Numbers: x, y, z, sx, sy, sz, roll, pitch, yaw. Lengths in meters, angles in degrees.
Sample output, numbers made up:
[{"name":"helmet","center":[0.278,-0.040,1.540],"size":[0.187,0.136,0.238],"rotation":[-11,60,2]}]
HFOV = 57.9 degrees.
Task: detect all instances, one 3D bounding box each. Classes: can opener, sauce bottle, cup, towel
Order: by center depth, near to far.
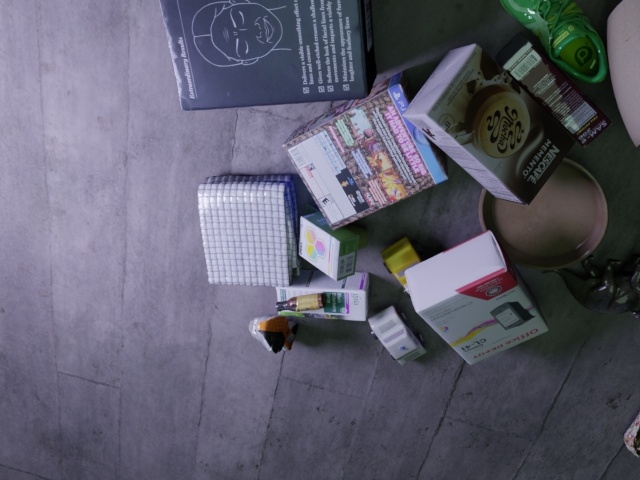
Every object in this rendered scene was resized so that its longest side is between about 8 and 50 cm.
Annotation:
[{"name":"cup","center":[0.661,-0.359,1.040],"size":[0.331,0.331,0.237],"rotation":[-35,79,25]},{"name":"can opener","center":[0.556,-0.046,1.350],"size":[0.059,0.073,0.186],"rotation":[1,122,55]},{"name":"towel","center":[-0.171,-0.026,1.465],"size":[0.234,0.121,0.284],"rotation":[0,116,9]},{"name":"sauce bottle","center":[-0.051,0.160,1.470],"size":[0.128,0.042,0.042],"rotation":[-10,115,19]}]

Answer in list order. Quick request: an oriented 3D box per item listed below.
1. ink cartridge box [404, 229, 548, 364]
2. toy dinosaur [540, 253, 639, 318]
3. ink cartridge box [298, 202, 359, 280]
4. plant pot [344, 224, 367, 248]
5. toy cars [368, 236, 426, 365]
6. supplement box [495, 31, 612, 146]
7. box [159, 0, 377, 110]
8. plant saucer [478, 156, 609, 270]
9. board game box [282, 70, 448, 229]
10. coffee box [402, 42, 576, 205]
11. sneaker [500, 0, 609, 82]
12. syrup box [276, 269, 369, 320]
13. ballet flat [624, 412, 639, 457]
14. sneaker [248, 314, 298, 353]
[{"name":"ink cartridge box","center":[0.373,0.144,1.365],"size":[0.226,0.131,0.306],"rotation":[-30,132,20]},{"name":"toy dinosaur","center":[0.691,0.116,1.365],"size":[0.313,0.121,0.160],"rotation":[1,104,6]},{"name":"ink cartridge box","center":[0.000,0.000,1.404],"size":[0.209,0.062,0.109],"rotation":[35,131,42]},{"name":"plant pot","center":[0.075,-0.009,1.451],"size":[0.079,0.083,0.083],"rotation":[3,118,-4]},{"name":"toy cars","center":[0.222,0.180,1.490],"size":[0.176,0.087,0.394],"rotation":[3,119,-7]},{"name":"supplement box","center":[0.471,-0.309,1.179],"size":[0.239,0.130,0.073],"rotation":[40,117,-11]},{"name":"box","center":[-0.096,-0.443,1.175],"size":[0.395,0.212,0.294],"rotation":[-1,117,11]},{"name":"plant saucer","center":[0.501,-0.066,1.311],"size":[0.277,0.041,0.278],"rotation":[12,116,25]},{"name":"board game box","center":[0.105,-0.199,1.302],"size":[0.291,0.141,0.232],"rotation":[-23,111,21]},{"name":"coffee box","center":[0.338,-0.226,1.160],"size":[0.297,0.119,0.168],"rotation":[35,90,-19]},{"name":"sneaker","center":[0.465,-0.423,1.124],"size":[0.295,0.123,0.109],"rotation":[40,118,-10]},{"name":"syrup box","center":[0.010,0.142,1.526],"size":[0.236,0.096,0.093],"rotation":[3,119,11]},{"name":"ballet flat","center":[0.892,0.487,1.542],"size":[0.091,0.077,0.241],"rotation":[12,118,6]},{"name":"sneaker","center":[-0.146,0.242,1.541],"size":[0.121,0.262,0.099],"rotation":[14,77,13]}]
